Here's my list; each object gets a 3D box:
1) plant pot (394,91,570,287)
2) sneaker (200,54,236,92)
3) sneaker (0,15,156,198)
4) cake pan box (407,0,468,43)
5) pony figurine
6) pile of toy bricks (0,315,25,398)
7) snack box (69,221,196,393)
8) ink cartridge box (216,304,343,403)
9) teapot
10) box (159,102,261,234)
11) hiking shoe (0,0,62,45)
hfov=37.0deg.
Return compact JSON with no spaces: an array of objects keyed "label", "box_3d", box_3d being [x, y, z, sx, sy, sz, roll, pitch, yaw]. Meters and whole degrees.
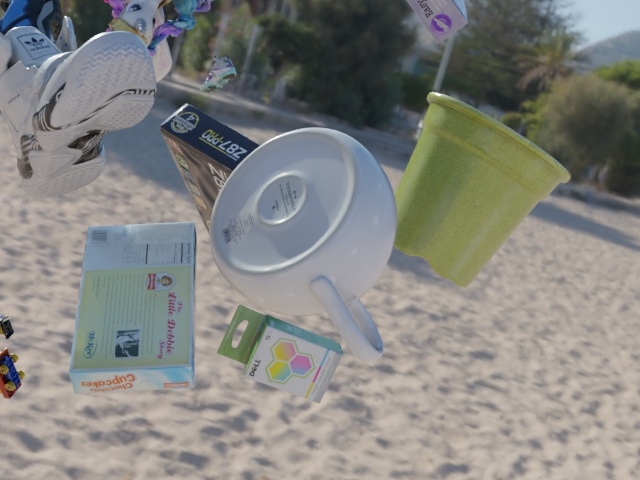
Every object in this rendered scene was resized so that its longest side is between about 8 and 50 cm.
[{"label":"plant pot","box_3d":[0.234,-0.070,1.614,0.276,0.254,0.276,32,4,-2]},{"label":"sneaker","box_3d":[-0.223,-0.363,2.052,0.098,0.069,0.038,-25,-21,30]},{"label":"sneaker","box_3d":[-0.331,-0.208,1.204,0.137,0.210,0.366,-18,-11,-33]},{"label":"cake pan box","box_3d":[0.150,-0.473,1.596,0.267,0.070,0.246,48,24,-20]},{"label":"pony figurine","box_3d":[-0.315,-0.443,1.653,0.303,0.363,0.351,38,-21,-32]},{"label":"pile of toy bricks","box_3d":[-0.494,0.140,1.306,0.105,0.212,0.118,4,34,20]},{"label":"snack box","box_3d":[-0.298,0.102,1.569,0.187,0.060,0.322,-2,45,-4]},{"label":"ink cartridge box","box_3d":[-0.076,0.210,1.769,0.209,0.109,0.062,23,13,-10]},{"label":"teapot","box_3d":[0.000,0.000,1.196,0.252,0.256,0.187,10,-24,38]},{"label":"box","box_3d":[-0.158,-0.076,2.053,0.318,0.097,0.395,31,-25,31]},{"label":"hiking shoe","box_3d":[-0.594,-0.381,1.926,0.132,0.304,0.113,0,-33,-8]}]
